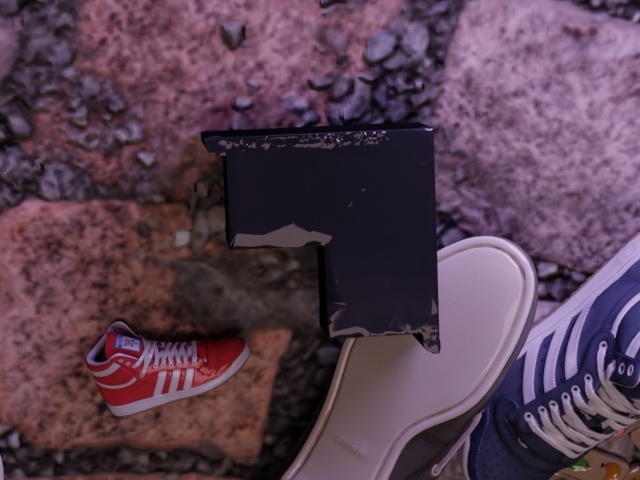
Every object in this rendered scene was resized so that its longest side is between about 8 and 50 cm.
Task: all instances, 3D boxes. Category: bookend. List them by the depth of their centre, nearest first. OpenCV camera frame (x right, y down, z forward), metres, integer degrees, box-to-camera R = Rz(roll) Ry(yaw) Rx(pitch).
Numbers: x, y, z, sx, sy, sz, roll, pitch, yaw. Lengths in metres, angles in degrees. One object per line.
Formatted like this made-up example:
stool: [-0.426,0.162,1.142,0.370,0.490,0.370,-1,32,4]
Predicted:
bookend: [0.000,0.000,1.371,0.156,0.072,0.157,-4,97,-5]

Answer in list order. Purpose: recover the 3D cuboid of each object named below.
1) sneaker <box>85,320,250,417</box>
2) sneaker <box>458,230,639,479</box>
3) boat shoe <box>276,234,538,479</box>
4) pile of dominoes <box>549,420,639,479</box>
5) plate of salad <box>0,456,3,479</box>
sneaker: [-0.115,0.084,1.462,0.118,0.042,0.067,-22,125,10]
sneaker: [0.208,0.118,1.456,0.099,0.153,0.282,31,114,-22]
boat shoe: [0.059,0.125,1.493,0.112,0.095,0.335,38,111,13]
pile of dominoes: [0.298,0.224,1.602,0.251,0.040,0.196,21,117,-19]
plate of salad: [-0.340,0.185,1.495,0.199,0.048,0.200,-3,121,-5]
